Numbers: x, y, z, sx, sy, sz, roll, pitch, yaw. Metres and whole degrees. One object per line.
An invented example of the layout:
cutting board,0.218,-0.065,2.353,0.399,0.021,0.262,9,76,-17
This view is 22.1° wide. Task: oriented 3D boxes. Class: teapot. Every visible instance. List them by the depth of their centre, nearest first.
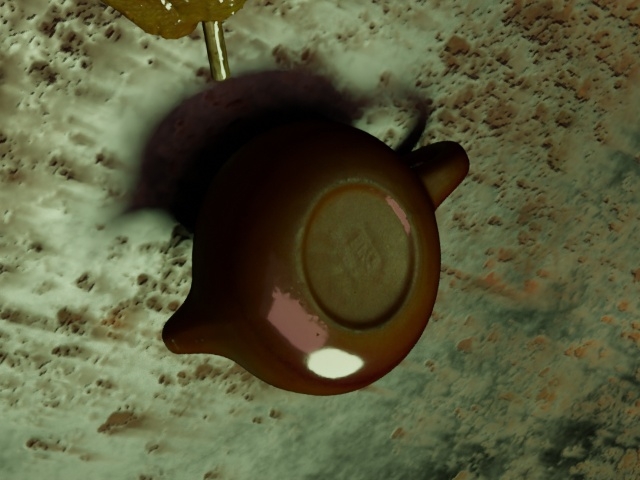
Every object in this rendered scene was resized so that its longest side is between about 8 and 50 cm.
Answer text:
teapot,0.000,0.000,1.085,0.252,0.135,0.178,-37,114,-33

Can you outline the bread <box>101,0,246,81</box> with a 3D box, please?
bread,-0.086,-0.218,0.839,0.124,0.084,0.344,-12,136,-1
